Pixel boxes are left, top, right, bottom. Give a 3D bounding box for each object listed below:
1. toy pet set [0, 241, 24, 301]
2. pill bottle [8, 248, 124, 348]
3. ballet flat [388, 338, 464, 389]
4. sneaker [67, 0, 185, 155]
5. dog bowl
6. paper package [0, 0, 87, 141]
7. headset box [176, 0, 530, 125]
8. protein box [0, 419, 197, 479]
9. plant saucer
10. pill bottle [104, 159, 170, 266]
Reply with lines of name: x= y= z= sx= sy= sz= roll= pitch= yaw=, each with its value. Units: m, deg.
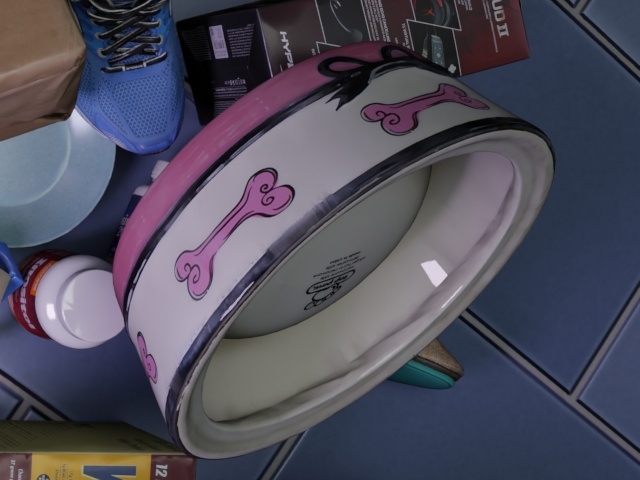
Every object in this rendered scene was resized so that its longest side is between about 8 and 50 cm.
toy pet set: x=-0.336 y=0.046 z=1.684 sx=0.122 sy=0.114 sz=0.065 roll=38 pitch=34 yaw=-21
pill bottle: x=-0.226 y=0.053 z=1.678 sx=0.086 sy=0.152 sz=0.086 roll=-1 pitch=93 yaw=-24
ballet flat: x=0.009 y=0.066 z=1.816 sx=0.316 sy=0.107 sz=0.106 roll=15 pitch=74 yaw=-25
sneaker: x=-0.189 y=-0.214 z=1.613 sx=0.129 sy=0.147 sz=0.330 roll=-20 pitch=121 yaw=-9
dog bowl: x=0.000 y=0.000 z=1.584 sx=0.408 sy=0.408 sz=0.150 roll=-32 pitch=67 yaw=-19
paper package: x=-0.391 y=-0.215 z=1.530 sx=0.309 sy=0.168 sz=0.325 roll=-23 pitch=79 yaw=-23
headset box: x=0.041 y=-0.194 z=1.750 sx=0.293 sy=0.218 sz=0.110 roll=-17 pitch=99 yaw=-23
protein box: x=-0.242 y=0.242 z=1.654 sx=0.201 sy=0.200 sz=0.136 roll=4 pitch=91 yaw=-25
plant saucer: x=-0.287 y=-0.091 z=1.707 sx=0.195 sy=0.037 sz=0.195 roll=-1 pitch=93 yaw=-23
pill bottle: x=-0.156 y=-0.013 z=1.753 sx=0.067 sy=0.067 sz=0.120 roll=26 pitch=82 yaw=-23
